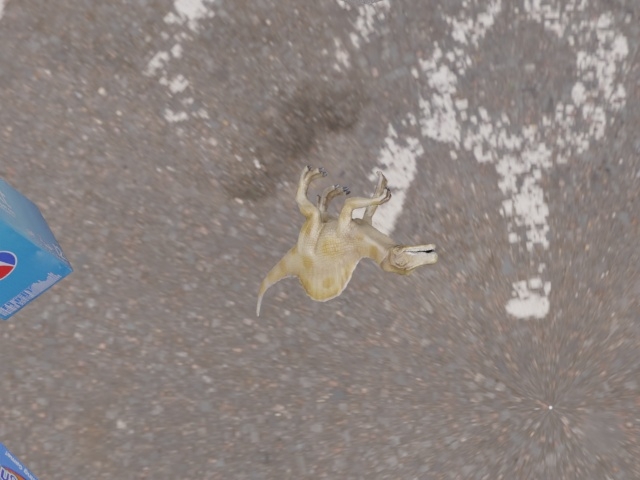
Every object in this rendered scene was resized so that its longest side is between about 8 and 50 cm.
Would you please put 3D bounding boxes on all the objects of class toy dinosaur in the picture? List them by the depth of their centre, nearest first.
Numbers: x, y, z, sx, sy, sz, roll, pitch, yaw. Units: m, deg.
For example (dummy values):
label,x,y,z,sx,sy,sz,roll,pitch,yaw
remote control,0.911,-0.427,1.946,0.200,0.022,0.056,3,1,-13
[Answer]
label,x,y,z,sx,sy,sz,roll,pitch,yaw
toy dinosaur,0.000,0.000,0.836,0.183,0.053,0.092,-14,63,46

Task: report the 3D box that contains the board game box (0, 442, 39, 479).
label,x,y,z,sx,sy,sz,roll,pitch,yaw
board game box,-0.258,0.224,0.766,0.210,0.047,0.160,-36,111,9

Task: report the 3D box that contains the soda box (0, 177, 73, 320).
label,x,y,z,sx,sy,sz,roll,pitch,yaw
soda box,-0.256,-0.019,0.820,0.067,0.210,0.071,-35,63,1

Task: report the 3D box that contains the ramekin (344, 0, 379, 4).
label,x,y,z,sx,sy,sz,roll,pitch,yaw
ramekin,0.006,-0.224,0.498,0.127,0.273,0.273,-26,78,9
